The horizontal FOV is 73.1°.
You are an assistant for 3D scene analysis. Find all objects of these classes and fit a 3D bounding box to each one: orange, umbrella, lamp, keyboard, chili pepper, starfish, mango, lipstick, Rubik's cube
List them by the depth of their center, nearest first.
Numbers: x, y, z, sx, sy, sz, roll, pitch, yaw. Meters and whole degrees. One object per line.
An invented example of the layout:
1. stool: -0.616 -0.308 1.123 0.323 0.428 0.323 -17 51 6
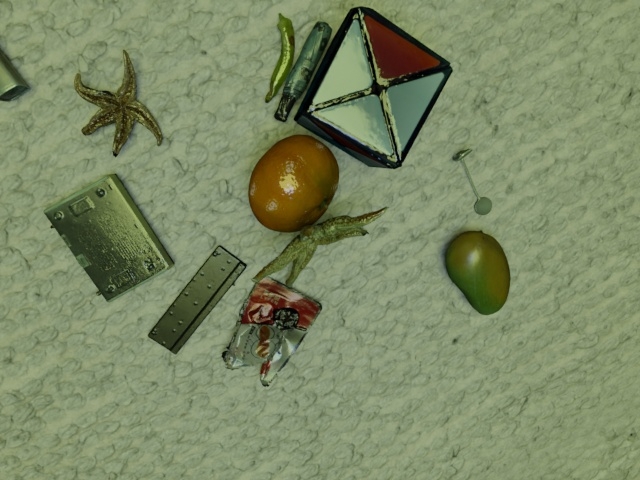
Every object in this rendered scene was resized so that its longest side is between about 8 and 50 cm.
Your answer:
1. lipstick: -0.747 -0.428 0.929 0.077 0.079 0.253 -34 105 -1
2. Rubik's cube: 0.104 -0.325 0.972 0.250 0.246 0.248 28 97 -12
3. orange: -0.057 -0.124 0.999 0.171 0.240 0.240 37 95 12
4. starfish: -0.001 -0.003 0.999 0.347 0.358 0.078 -28 77 -5
5. starfish: -0.461 -0.312 1.002 0.213 0.057 0.238 20 102 -18
6. chili pepper: -0.090 -0.432 1.032 0.049 0.043 0.208 3 101 -33
7. umbrella: -0.045 -0.403 1.037 0.052 0.053 0.250 26 98 -11
8. keyboard: -0.320 0.160 1.130 0.101 0.018 0.309 38 94 -11
9. lamp: 0.412 -0.152 1.149 0.050 0.056 0.198 -33 107 -3
10. mango: 0.434 0.089 1.164 0.156 0.114 0.251 -34 103 -7

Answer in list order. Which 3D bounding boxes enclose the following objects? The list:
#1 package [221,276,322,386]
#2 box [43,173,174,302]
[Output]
1. package: -0.137 0.247 1.152 0.194 0.071 0.269 27 84 -14
2. box: -0.517 -0.001 1.059 0.211 0.045 0.270 -28 103 -3
